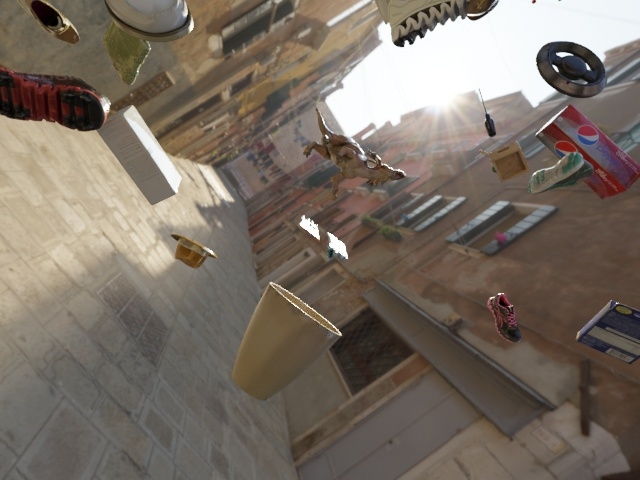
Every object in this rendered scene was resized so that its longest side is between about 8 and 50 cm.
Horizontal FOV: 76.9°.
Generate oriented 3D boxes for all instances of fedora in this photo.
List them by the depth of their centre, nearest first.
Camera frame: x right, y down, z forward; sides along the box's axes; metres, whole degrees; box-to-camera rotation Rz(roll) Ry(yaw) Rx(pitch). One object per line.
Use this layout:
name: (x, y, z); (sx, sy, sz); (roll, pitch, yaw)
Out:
fedora: (-0.459, 0.047, 1.423); (0.194, 0.079, 0.194); (25, -15, 7)

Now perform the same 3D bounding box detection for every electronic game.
electronic game: (0.784, -0.538, 1.261); (0.229, 0.229, 0.048); (55, -19, 16)

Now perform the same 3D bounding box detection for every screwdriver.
screwdriver: (0.432, -0.341, 1.051); (0.025, 0.024, 0.169); (107, -16, -66)

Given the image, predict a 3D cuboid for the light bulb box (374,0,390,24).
light bulb box: (0.334, -0.872, 1.178); (0.225, 0.361, 0.358); (63, 5, -11)

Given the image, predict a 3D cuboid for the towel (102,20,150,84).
towel: (-0.409, -0.414, 0.849); (0.027, 0.110, 0.148); (-4, 57, -55)

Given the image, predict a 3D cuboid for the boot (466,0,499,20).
boot: (0.207, -0.304, 0.514); (0.037, 0.114, 0.106); (41, -29, -4)

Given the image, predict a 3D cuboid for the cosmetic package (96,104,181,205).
cosmetic package: (-0.466, -0.221, 1.057); (0.117, 0.086, 0.231); (-108, 172, -57)

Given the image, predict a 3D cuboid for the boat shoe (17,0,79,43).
boat shoe: (-0.535, -0.436, 0.805); (0.045, 0.050, 0.135); (41, 1, 16)

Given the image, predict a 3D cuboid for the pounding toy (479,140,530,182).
pounding toy: (0.727, -0.318, 1.600); (0.130, 0.141, 0.100); (54, 31, -22)

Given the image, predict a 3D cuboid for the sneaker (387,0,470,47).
sneaker: (0.299, -0.582, 0.967); (0.110, 0.292, 0.118); (-15, 89, -71)

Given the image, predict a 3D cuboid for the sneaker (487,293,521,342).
sneaker: (0.431, 0.176, 0.933); (0.057, 0.047, 0.119); (103, -24, -53)

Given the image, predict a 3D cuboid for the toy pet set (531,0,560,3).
toy pet set: (0.741, -0.819, 1.275); (0.065, 0.122, 0.114); (-46, 136, -56)

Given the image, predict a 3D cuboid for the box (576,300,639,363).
box: (0.768, 0.227, 1.016); (0.136, 0.036, 0.225); (24, -30, 21)

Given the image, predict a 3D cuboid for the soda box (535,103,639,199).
soda box: (0.731, -0.240, 1.103); (0.263, 0.083, 0.092); (46, -10, 6)

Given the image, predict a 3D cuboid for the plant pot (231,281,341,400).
plant pot: (-0.123, 0.304, 1.157); (0.256, 0.274, 0.256); (37, -4, 3)

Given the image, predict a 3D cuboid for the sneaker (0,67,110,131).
sneaker: (-0.590, -0.308, 0.866); (0.135, 0.276, 0.097); (-98, -159, -61)

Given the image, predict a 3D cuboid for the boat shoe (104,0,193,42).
boat shoe: (-0.297, -0.420, 0.610); (0.302, 0.113, 0.103); (51, -19, 21)

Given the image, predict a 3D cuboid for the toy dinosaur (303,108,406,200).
toy dinosaur: (0.084, -0.243, 1.154); (0.295, 0.200, 0.127); (56, -37, 14)

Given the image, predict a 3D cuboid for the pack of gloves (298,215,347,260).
pack of gloves: (0.000, 0.000, 1.350); (0.195, 0.046, 0.232); (36, 10, -7)

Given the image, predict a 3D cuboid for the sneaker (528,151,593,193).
sneaker: (0.597, -0.152, 1.005); (0.076, 0.065, 0.166); (20, -21, -13)
